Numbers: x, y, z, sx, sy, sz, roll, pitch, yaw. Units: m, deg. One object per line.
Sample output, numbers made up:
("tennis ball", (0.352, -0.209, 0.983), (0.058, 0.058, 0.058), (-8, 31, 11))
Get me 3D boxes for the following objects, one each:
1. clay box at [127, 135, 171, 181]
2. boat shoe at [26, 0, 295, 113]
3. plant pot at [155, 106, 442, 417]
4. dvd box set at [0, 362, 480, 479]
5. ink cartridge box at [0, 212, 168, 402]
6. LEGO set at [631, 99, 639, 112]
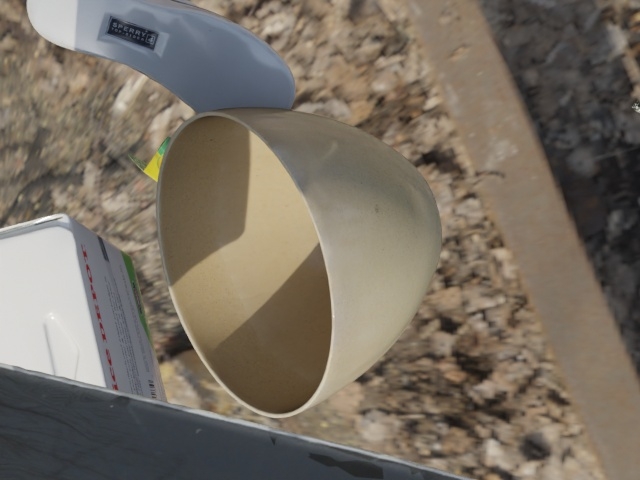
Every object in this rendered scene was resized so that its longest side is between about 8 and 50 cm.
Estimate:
("clay box", (-0.097, -0.038, 1.672), (0.222, 0.127, 0.053), (37, 92, 18))
("boat shoe", (-0.148, -0.191, 1.482), (0.267, 0.088, 0.096), (18, 111, -4))
("plant pot", (0.000, 0.000, 1.444), (0.191, 0.284, 0.284), (-18, 90, -34))
("dvd box set", (-0.053, 0.182, 0.778), (0.307, 0.420, 0.062), (13, 65, 13))
("ink cartridge box", (-0.203, 0.102, 1.223), (0.114, 0.273, 0.198), (-14, 82, 1))
("LEGO set", (0.287, -0.121, 1.289), (0.054, 0.083, 0.023), (-40, 83, 4))
